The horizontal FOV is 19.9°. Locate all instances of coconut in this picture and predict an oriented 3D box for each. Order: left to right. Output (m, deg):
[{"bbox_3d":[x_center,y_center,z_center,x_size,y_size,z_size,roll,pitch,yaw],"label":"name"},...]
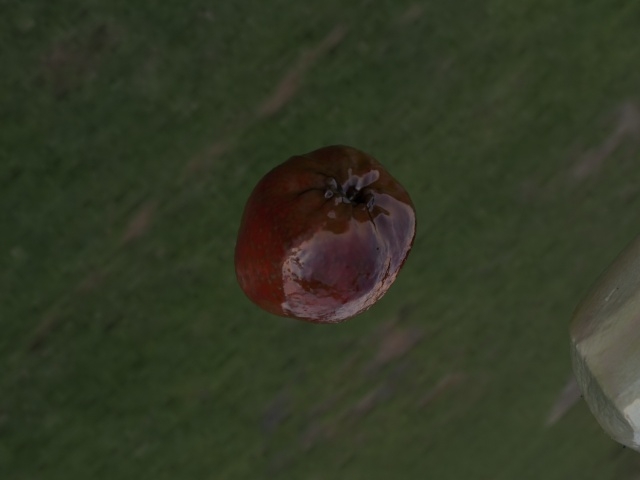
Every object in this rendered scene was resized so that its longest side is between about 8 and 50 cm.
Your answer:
[{"bbox_3d":[0.349,0.083,1.657,0.241,0.241,0.241,-39,164,-14],"label":"coconut"}]

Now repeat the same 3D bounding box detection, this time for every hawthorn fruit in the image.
[{"bbox_3d":[0.000,0.000,1.194,0.128,0.128,0.128,-39,164,-14],"label":"hawthorn fruit"}]
